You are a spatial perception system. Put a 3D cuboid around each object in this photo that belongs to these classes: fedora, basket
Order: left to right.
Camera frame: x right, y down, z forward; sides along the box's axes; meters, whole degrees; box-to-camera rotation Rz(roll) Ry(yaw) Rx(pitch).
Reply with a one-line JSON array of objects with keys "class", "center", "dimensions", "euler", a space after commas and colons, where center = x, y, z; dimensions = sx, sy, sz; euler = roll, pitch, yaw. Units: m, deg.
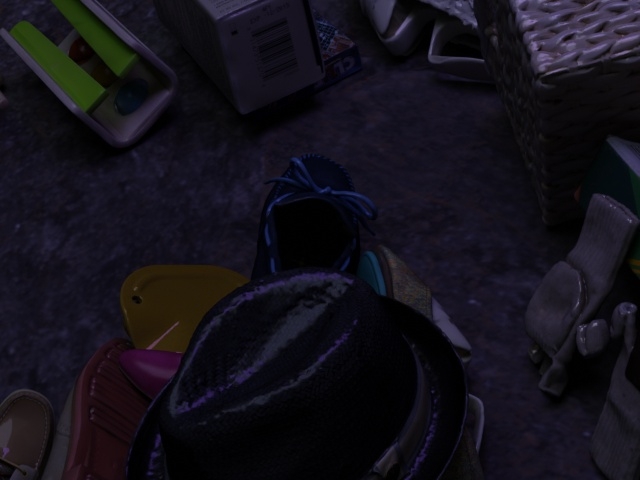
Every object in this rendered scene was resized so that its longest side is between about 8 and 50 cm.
[{"class": "fedora", "center": [-0.036, 0.134, 1.438], "dimensions": [0.334, 0.152, 0.334], "euler": [-9, 44, 9]}, {"class": "basket", "center": [0.351, -0.228, 1.732], "dimensions": [0.331, 0.328, 0.266], "euler": [-15, 60, 1]}]

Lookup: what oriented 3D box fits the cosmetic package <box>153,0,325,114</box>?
[{"class": "cosmetic package", "center": [-0.120, -0.309, 2.093], "dimensions": [0.129, 0.153, 0.296], "euler": [-25, 41, -13]}]

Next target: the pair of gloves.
[{"class": "pair of gloves", "center": [0.269, 0.091, 1.528], "dimensions": [0.042, 0.204, 0.240], "euler": [8, 31, -27]}]

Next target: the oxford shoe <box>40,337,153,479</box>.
[{"class": "oxford shoe", "center": [-0.226, 0.234, 1.573], "dimensions": [0.146, 0.140, 0.397], "euler": [-45, 15, 22]}]

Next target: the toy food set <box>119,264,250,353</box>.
[{"class": "toy food set", "center": [-0.121, 0.094, 1.730], "dimensions": [0.217, 0.071, 0.128], "euler": [2, 46, -30]}]

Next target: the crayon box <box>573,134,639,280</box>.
[{"class": "crayon box", "center": [0.404, 0.030, 1.551], "dimensions": [0.202, 0.081, 0.318], "euler": [12, 28, -28]}]

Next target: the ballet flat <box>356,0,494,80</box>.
[{"class": "ballet flat", "center": [0.151, -0.288, 2.064], "dimensions": [0.409, 0.147, 0.147], "euler": [24, 54, 39]}]

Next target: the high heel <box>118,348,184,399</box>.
[{"class": "high heel", "center": [-0.076, 0.126, 1.595], "dimensions": [0.244, 0.117, 0.082], "euler": [22, 21, 9]}]

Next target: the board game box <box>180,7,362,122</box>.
[{"class": "board game box", "center": [-0.073, -0.262, 2.172], "dimensions": [0.165, 0.042, 0.243], "euler": [-28, 41, -13]}]

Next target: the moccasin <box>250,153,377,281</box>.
[{"class": "moccasin", "center": [0.000, 0.000, 1.748], "dimensions": [0.137, 0.117, 0.342], "euler": [14, 36, -8]}]

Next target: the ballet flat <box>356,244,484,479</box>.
[{"class": "ballet flat", "center": [0.102, 0.140, 1.599], "dimensions": [0.123, 0.123, 0.348], "euler": [-12, 39, 6]}]

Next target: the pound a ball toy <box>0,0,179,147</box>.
[{"class": "pound a ball toy", "center": [-0.343, -0.222, 2.179], "dimensions": [0.208, 0.136, 0.319], "euler": [-49, 44, 1]}]

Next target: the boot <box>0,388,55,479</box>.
[{"class": "boot", "center": [-0.312, 0.237, 1.528], "dimensions": [0.077, 0.165, 0.213], "euler": [23, 77, -2]}]
